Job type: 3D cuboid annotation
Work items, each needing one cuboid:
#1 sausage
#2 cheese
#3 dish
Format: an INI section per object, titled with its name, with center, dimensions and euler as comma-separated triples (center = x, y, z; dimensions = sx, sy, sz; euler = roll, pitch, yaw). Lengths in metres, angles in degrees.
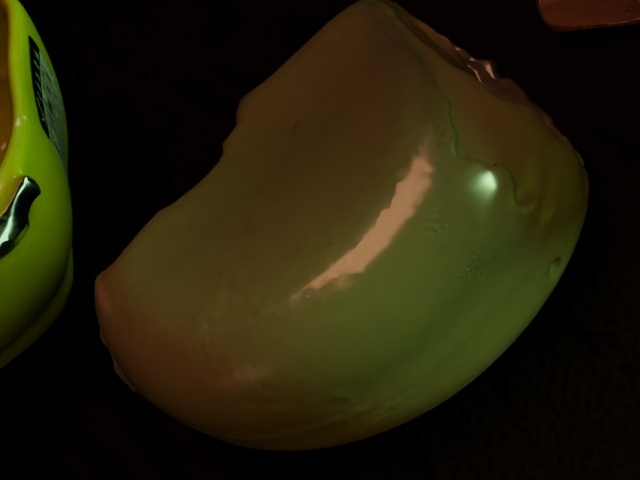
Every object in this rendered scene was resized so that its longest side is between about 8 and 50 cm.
[sausage]
center = 0.144, -0.102, 0.494
dimensions = 0.116, 0.026, 0.026
euler = 1, 59, 41
[cheese]
center = 0.000, 0.000, 0.484
dimensions = 0.202, 0.091, 0.175
euler = -37, 39, 10
[dish]
center = -0.202, -0.005, 0.650
dimensions = 0.221, 0.108, 0.262
euler = -40, 38, 7
